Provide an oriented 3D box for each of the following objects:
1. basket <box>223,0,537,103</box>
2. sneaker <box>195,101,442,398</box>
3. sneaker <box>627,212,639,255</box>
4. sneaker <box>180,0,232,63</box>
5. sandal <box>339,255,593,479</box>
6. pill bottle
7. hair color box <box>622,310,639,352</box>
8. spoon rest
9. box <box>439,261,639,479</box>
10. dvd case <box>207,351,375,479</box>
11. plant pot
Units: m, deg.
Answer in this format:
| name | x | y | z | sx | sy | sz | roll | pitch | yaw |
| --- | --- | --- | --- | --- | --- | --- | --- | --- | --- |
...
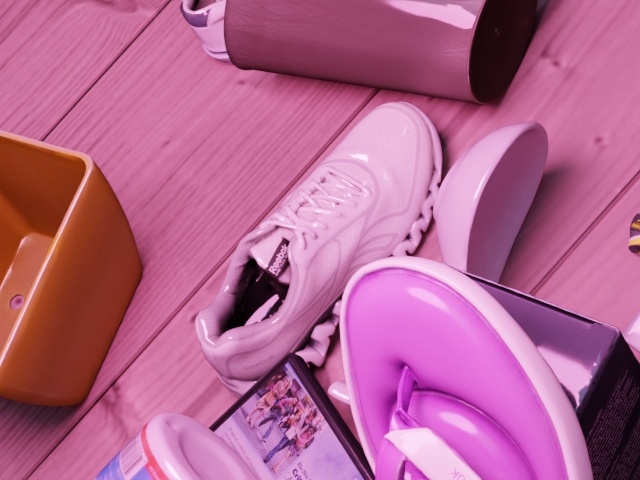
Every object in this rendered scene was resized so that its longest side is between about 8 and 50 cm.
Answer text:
| name | x | y | z | sx | sy | sz | roll | pitch | yaw |
| --- | --- | --- | --- | --- | --- | --- | --- | --- | --- |
| basket | 0.060 | -0.210 | 1.574 | 0.227 | 0.154 | 0.204 | 22 | 79 | 26 |
| sneaker | 0.000 | 0.000 | 1.525 | 0.110 | 0.118 | 0.292 | 28 | 80 | 32 |
| sneaker | 0.286 | -0.013 | 1.454 | 0.083 | 0.031 | 0.035 | -11 | 64 | 19 |
| sneaker | -0.045 | -0.290 | 1.684 | 0.094 | 0.091 | 0.258 | 17 | 76 | 29 |
| sandal | 0.106 | 0.212 | 1.213 | 0.169 | 0.102 | 0.416 | -14 | 97 | 36 |
| pill bottle | -0.156 | 0.253 | 1.438 | 0.221 | 0.124 | 0.124 | -47 | 57 | 15 |
| hair color box | 0.409 | -0.018 | 1.294 | 0.185 | 0.113 | 0.374 | 40 | 101 | 22 |
| spoon rest | 0.113 | 0.028 | 1.469 | 0.084 | 0.137 | 0.276 | 33 | 98 | 21 |
| box | 0.156 | 0.119 | 1.349 | 0.153 | 0.207 | 0.108 | 21 | 77 | 29 |
| dvd case | -0.064 | 0.238 | 1.472 | 0.253 | 0.022 | 0.180 | -44 | 57 | 15 |
| plant pot | -0.278 | 0.035 | 1.587 | 0.212 | 0.187 | 0.212 | 16 | 75 | 29 |
